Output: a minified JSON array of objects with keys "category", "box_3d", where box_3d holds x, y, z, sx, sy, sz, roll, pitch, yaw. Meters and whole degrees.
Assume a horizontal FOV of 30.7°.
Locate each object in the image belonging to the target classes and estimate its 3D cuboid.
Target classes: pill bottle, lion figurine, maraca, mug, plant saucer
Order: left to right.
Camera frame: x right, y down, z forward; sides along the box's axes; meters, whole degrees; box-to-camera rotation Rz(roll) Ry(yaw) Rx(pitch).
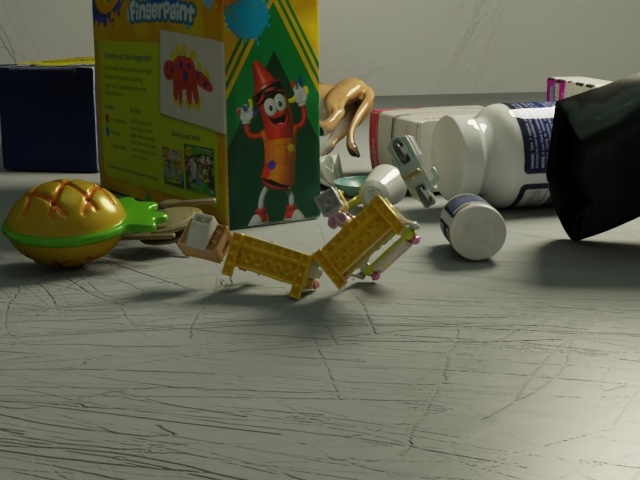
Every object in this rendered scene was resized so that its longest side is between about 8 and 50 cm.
[{"category":"maraca","box_3d":[-0.271,-0.022,1.341,0.185,0.099,0.127,-8,26,-23]},{"category":"lion figurine","box_3d":[-0.010,-0.252,2.169,0.392,0.142,0.240,18,52,40]},{"category":"plant saucer","box_3d":[0.079,-0.083,1.825,0.119,0.021,0.119,0,11,0]},{"category":"mug","box_3d":[0.083,-0.066,1.691,0.062,0.078,0.064,35,30,8]},{"category":"pill bottle","box_3d":[0.179,-0.020,1.394,0.067,0.067,0.120,-1,12,-2]},{"category":"pill bottle","box_3d":[0.305,-0.125,1.693,0.264,0.153,0.153,-4,12,-18]}]

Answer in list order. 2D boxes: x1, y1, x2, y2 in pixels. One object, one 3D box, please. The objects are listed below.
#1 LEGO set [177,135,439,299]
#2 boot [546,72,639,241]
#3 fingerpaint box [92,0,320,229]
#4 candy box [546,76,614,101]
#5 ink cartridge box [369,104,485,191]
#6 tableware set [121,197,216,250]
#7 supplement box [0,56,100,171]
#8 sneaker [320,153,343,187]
[{"category":"LEGO set","box_3d":[0.000,0.000,1.230,0.287,0.132,0.107,-21,-13,19]},{"category":"boot","box_3d":[0.506,-0.097,1.465,0.445,0.367,0.146,-25,42,-9]},{"category":"fingerpaint box","box_3d":[-0.178,-0.237,1.732,0.163,0.371,0.445,-8,13,-32]},{"category":"candy box","box_3d":[0.472,-0.205,2.065,0.071,0.159,0.233,-3,13,-8]},{"category":"ink cartridge box","box_3d":[0.215,-0.157,1.943,0.207,0.117,0.283,-3,11,-11]},{"category":"tableware set","box_3d":[-0.233,-0.010,1.448,0.194,0.039,0.128,-2,22,23]},{"category":"supplement box","box_3d":[-0.451,-0.253,2.255,0.194,0.195,0.356,2,11,12]},{"category":"sneaker","box_3d":[-0.001,-0.112,1.921,0.061,0.054,0.152,-8,4,9]}]
